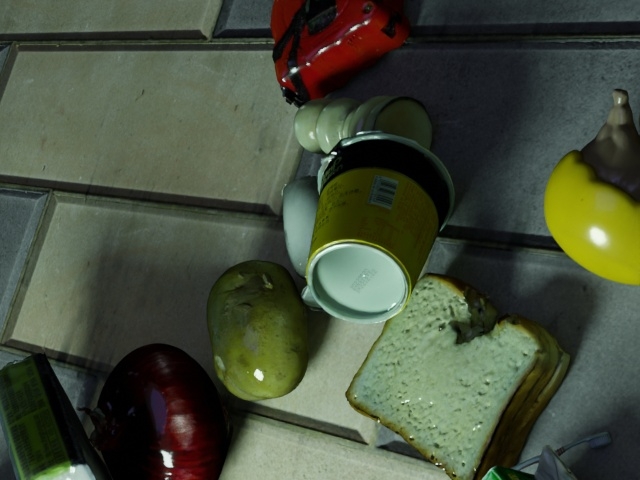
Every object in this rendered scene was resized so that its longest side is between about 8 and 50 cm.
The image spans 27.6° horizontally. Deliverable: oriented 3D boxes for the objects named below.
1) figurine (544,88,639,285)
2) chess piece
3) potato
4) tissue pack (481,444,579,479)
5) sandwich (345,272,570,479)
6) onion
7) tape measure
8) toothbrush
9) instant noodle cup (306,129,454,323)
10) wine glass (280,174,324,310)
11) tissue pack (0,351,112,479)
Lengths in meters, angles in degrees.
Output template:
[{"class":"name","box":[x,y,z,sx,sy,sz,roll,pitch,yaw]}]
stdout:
[{"class":"figurine","box":[0.432,-0.109,1.694,0.215,0.187,0.344,24,81,33]},{"class":"chess piece","box":[0.052,-0.179,2.093,0.243,0.133,0.133,16,82,49]},{"class":"potato","box":[-0.101,0.141,2.058,0.197,0.148,0.228,-16,66,43]},{"class":"tissue pack","box":[0.298,0.372,1.605,0.156,0.148,0.209,-51,46,13]},{"class":"sandwich","box":[0.188,0.189,1.823,0.273,0.095,0.249,31,93,44]},{"class":"onion","box":[-0.279,0.301,2.070,0.273,0.285,0.273,2,93,52]},{"class":"tape measure","box":[0.021,-0.384,2.215,0.253,0.114,0.260,-31,53,27]},{"class":"toothbrush","box":[0.285,0.287,1.696,0.193,0.013,0.019,-20,65,3]},{"class":"instant noodle cup","box":[0.075,-0.011,1.873,0.215,0.215,0.236,-27,25,30]},{"class":"wine glass","box":[0.000,0.000,2.061,0.111,0.111,0.204,-28,58,29]},{"class":"tissue pack","box":[-0.399,0.382,2.051,0.124,0.288,0.394,-25,25,-11]}]
